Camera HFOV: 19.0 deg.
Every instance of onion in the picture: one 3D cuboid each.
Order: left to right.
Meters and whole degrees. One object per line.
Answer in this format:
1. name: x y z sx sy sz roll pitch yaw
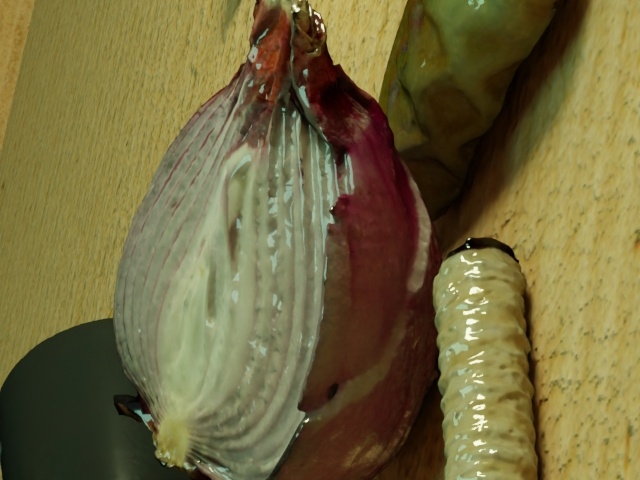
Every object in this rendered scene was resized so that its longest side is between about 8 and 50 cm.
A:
1. onion: 0.000 0.000 1.256 0.267 0.159 0.349 42 122 45

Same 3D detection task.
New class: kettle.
1. kettle: -0.159 0.256 1.496 0.262 0.203 0.308 -61 25 30

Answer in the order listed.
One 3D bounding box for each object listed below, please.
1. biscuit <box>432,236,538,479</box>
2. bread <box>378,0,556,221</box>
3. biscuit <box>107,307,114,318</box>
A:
1. biscuit: 0.093 0.091 1.093 0.055 0.061 0.219 122 155 -44
2. bread: 0.091 -0.129 1.252 0.128 0.088 0.232 -82 13 -44
3. biscuit: -0.181 0.139 1.827 0.312 0.057 0.351 129 151 -63
